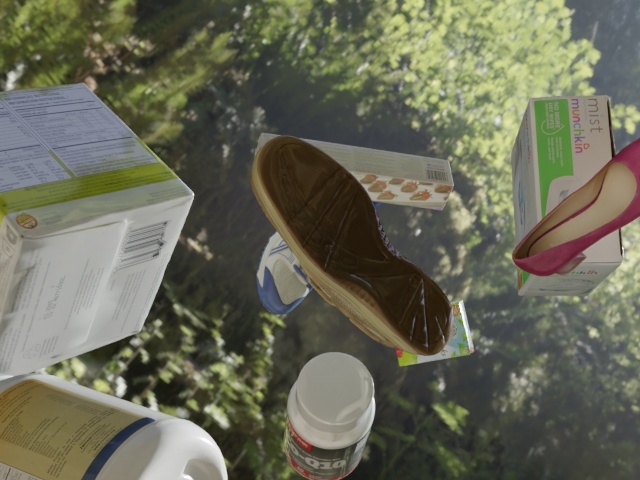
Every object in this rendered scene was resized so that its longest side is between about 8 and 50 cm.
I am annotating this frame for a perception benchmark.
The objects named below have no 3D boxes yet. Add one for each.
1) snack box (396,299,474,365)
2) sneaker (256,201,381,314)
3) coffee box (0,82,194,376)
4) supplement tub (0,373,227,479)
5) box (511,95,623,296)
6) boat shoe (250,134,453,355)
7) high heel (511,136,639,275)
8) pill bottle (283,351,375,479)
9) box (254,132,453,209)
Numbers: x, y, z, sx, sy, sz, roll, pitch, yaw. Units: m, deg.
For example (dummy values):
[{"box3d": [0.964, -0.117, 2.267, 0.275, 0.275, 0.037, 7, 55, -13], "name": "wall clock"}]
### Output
[{"box3d": [0.206, 0.173, 1.726, 0.141, 0.037, 0.100, -13, -90, 23], "name": "snack box"}, {"box3d": [0.000, 0.000, 1.611, 0.112, 0.297, 0.131, 43, -22, -32], "name": "sneaker"}, {"box3d": [-0.478, -0.022, 1.530, 0.334, 0.338, 0.338, 43, -54, 22], "name": "coffee box"}, {"box3d": [-0.290, 0.281, 1.051, 0.316, 0.228, 0.228, 11, -45, 30], "name": "supplement tub"}, {"box3d": [0.380, -0.061, 1.443, 0.126, 0.262, 0.231, -1, -14, 5], "name": "box"}, {"box3d": [0.021, 0.020, 1.122, 0.341, 0.122, 0.110, 50, -30, -21], "name": "boat shoe"}, {"box3d": [0.349, -0.050, 1.192, 0.244, 0.117, 0.082, -49, -125, 26], "name": "high heel"}, {"box3d": [0.015, 0.329, 1.711, 0.161, 0.161, 0.283, 29, -30, 14], "name": "pill bottle"}, {"box3d": [0.054, -0.111, 1.505, 0.323, 0.067, 0.063, 6, -43, -12], "name": "box"}]
